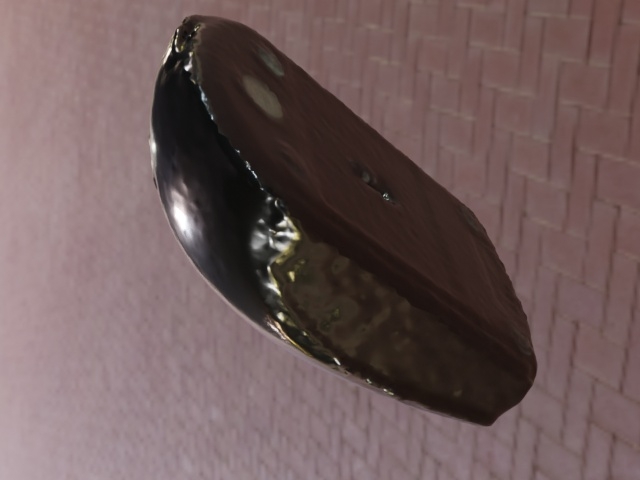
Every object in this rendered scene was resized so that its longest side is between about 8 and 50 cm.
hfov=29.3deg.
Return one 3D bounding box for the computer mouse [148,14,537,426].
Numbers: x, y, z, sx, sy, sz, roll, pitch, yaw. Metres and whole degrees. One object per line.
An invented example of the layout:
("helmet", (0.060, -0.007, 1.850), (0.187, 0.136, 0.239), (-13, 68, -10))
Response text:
("computer mouse", (0.000, 0.000, 0.668), (0.100, 0.269, 0.170), (-38, 35, 23))
